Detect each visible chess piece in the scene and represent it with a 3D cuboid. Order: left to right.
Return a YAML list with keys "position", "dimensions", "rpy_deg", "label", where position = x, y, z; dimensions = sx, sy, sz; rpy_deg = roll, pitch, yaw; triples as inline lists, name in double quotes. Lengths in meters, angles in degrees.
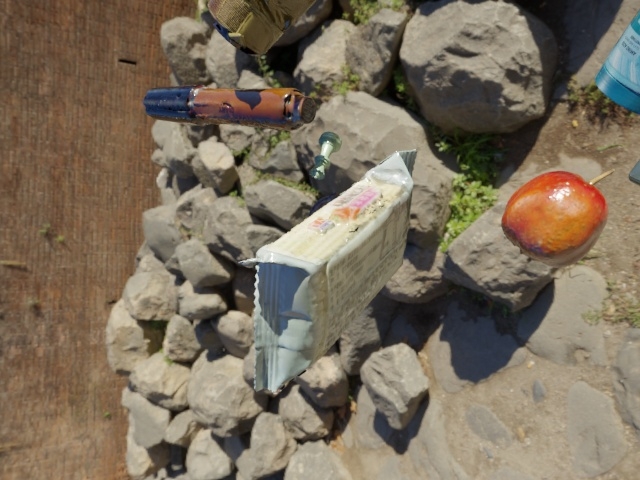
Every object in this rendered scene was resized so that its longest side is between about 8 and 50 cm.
- position: [0.006, -0.144, 0.796]
  dimensions: [0.042, 0.042, 0.093]
  rpy_deg: [-36, 30, 57]
  label: "chess piece"

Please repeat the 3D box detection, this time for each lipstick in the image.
- position: [-0.182, -0.246, 0.837]
  dimensions: [0.418, 0.077, 0.077]
  rpy_deg: [14, 102, 36]
  label: "lipstick"

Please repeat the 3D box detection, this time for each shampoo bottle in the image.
- position: [1.104, -0.593, 1.395]
  dimensions: [0.342, 0.331, 0.331]
  rpy_deg: [105, 152, -47]
  label: "shampoo bottle"

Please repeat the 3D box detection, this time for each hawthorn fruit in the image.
- position: [0.698, -0.084, 1.311]
  dimensions: [0.330, 0.287, 0.287]
  rpy_deg: [-49, 43, 26]
  label: "hawthorn fruit"

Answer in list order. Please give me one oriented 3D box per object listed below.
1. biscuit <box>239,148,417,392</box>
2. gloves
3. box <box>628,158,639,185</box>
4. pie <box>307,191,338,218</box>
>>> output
- position: [0.030, 0.025, 0.531]
  dimensions: [0.079, 0.309, 0.186]
  rpy_deg: [20, 127, 24]
  label: "biscuit"
- position: [-0.042, -0.427, 0.654]
  dimensions: [0.331, 0.154, 0.141]
  rpy_deg: [-45, 10, 32]
  label: "gloves"
- position: [0.978, -0.189, 1.265]
  dimensions: [0.201, 0.090, 0.144]
  rpy_deg: [-95, 30, -65]
  label: "box"
- position: [-0.002, -0.001, 0.918]
  dimensions: [0.088, 0.033, 0.191]
  rpy_deg: [-19, 63, 42]
  label: "pie"
